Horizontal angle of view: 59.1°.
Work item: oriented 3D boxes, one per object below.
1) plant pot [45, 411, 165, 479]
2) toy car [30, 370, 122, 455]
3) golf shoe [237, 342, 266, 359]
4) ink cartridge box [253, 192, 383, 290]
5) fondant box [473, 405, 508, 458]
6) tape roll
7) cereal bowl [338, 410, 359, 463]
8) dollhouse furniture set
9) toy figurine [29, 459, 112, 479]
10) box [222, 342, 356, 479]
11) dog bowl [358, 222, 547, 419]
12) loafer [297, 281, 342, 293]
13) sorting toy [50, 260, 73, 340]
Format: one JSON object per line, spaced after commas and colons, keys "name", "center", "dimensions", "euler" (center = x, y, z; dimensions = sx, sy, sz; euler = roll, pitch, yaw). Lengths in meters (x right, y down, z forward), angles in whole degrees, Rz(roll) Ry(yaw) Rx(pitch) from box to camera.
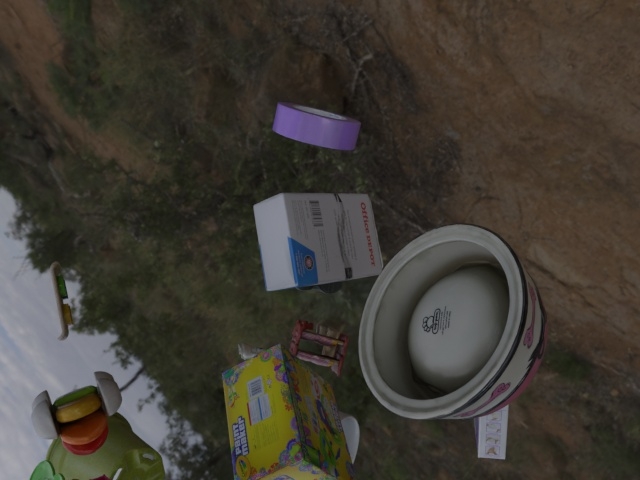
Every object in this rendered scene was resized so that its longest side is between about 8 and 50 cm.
{"name": "plant pot", "center": [-0.582, 0.639, 1.586], "dimensions": [0.253, 0.276, 0.276], "euler": [2, 131, 40]}
{"name": "toy car", "center": [-0.471, 0.349, 1.114], "dimensions": [0.182, 0.159, 0.136], "euler": [-3, 104, 63]}
{"name": "golf shoe", "center": [-0.258, 0.431, 2.198], "dimensions": [0.176, 0.086, 0.069], "euler": [53, -163, -56]}
{"name": "ink cartridge box", "center": [0.000, 0.000, 1.856], "dimensions": [0.166, 0.394, 0.286], "euler": [-16, 81, 46]}
{"name": "fondant box", "center": [0.580, 0.539, 1.937], "dimensions": [0.096, 0.238, 0.330], "euler": [-2, 116, 11]}
{"name": "tape roll", "center": [-0.012, -0.369, 1.817], "dimensions": [0.274, 0.274, 0.090], "euler": [31, 113, 42]}
{"name": "cereal bowl", "center": [-0.015, 0.709, 1.843], "dimensions": [0.141, 0.339, 0.339], "euler": [17, 144, 32]}
{"name": "dollhouse furniture set", "center": [-0.029, 0.416, 2.265], "dimensions": [0.201, 0.152, 0.374], "euler": [16, 174, -8]}
{"name": "toy figurine", "center": [-0.484, 0.514, 1.147], "dimensions": [0.173, 0.130, 0.159], "euler": [-26, 147, 37]}
{"name": "box", "center": [-0.073, 0.456, 1.353], "dimensions": [0.279, 0.177, 0.290], "euler": [49, -163, -44]}
{"name": "dog bowl", "center": [0.272, 0.177, 1.156], "dimensions": [0.150, 0.408, 0.408], "euler": [29, 173, -33]}
{"name": "loafer", "center": [-0.023, 0.162, 2.336], "dimensions": [0.267, 0.096, 0.084], "euler": [9, -175, -44]}
{"name": "sorting toy", "center": [-0.711, 0.170, 1.557], "dimensions": [0.193, 0.038, 0.208], "euler": [156, 107, -66]}
